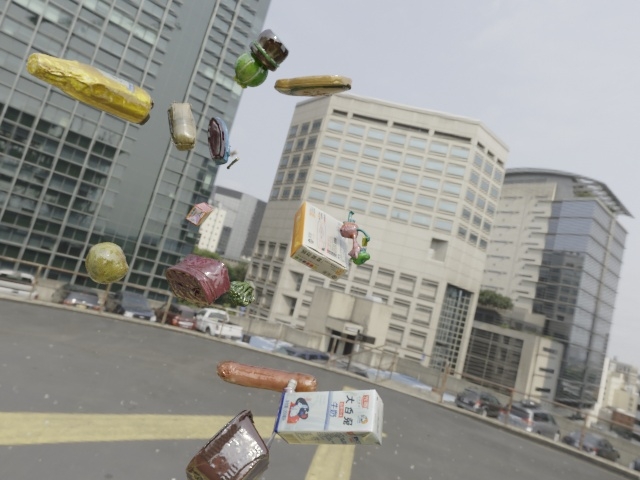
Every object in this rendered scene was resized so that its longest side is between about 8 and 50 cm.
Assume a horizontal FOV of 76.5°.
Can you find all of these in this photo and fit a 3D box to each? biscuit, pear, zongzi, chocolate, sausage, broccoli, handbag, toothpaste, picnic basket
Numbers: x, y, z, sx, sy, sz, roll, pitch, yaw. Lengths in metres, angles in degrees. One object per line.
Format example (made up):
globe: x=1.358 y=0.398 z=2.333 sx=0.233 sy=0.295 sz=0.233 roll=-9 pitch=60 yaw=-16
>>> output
biscuit: x=-0.024 y=-0.683 z=1.827 sx=0.344 sy=0.057 sz=0.287 roll=2 pitch=11 yaw=16
pear: x=-0.830 y=0.087 z=1.575 sx=0.137 sy=0.167 sz=0.167 roll=-11 pitch=9 yaw=-35
zongzi: x=-0.520 y=-0.392 z=1.534 sx=0.099 sy=0.194 sz=0.197 roll=-5 pitch=-27 yaw=-21
chocolate: x=-0.874 y=-0.587 z=1.574 sx=0.162 sy=0.162 sz=0.445 roll=11 pitch=2 yaw=27
sausage: x=-0.220 y=0.550 z=1.618 sx=0.419 sy=0.094 sz=0.094 roll=6 pitch=22 yaw=12
broccoli: x=-0.389 y=0.258 z=2.010 sx=0.145 sy=0.138 sz=0.162 roll=54 pitch=7 yaw=0
handbag: x=-0.441 y=0.142 z=1.456 sx=0.225 sy=0.146 sz=0.135 roll=10 pitch=34 yaw=32
toothpaste: x=-0.155 y=0.654 z=1.471 sx=0.048 sy=0.301 sz=0.075 roll=24 pitch=-27 yaw=0
picnic basket: x=-0.237 y=0.615 z=1.117 sx=0.129 sy=0.222 sz=0.296 roll=39 pitch=-35 yaw=23

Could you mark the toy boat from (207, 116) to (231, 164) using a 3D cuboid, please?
toy boat: x=-0.448 y=-0.448 z=1.822 sx=0.100 sy=0.223 sz=0.097 roll=-10 pitch=-10 yaw=18

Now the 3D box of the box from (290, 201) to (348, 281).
box: x=0.000 y=0.000 z=1.561 sx=0.221 sy=0.273 sz=0.091 roll=30 pitch=-55 yaw=-20

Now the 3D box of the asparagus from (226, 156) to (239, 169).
asparagus: x=-0.370 y=-0.325 z=1.712 sx=0.015 sy=0.018 sz=0.127 roll=25 pitch=-21 yaw=-26

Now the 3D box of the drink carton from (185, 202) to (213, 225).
drink carton: x=-0.650 y=-0.145 z=2.199 sx=0.071 sy=0.096 sz=0.223 roll=36 pitch=4 yaw=-8

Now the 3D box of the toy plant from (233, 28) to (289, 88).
toy plant: x=-0.165 y=-0.476 z=1.086 sx=0.093 sy=0.162 sz=0.092 roll=46 pitch=17 yaw=-18

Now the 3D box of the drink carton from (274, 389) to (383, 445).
drink carton: x=0.028 y=0.538 z=1.234 sx=0.315 sy=0.130 sz=0.106 roll=-10 pitch=-48 yaw=22

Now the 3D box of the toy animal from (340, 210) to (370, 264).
toy animal: x=0.133 y=-0.015 z=1.514 sx=0.103 sy=0.208 sz=0.100 roll=-31 pitch=-40 yaw=23
